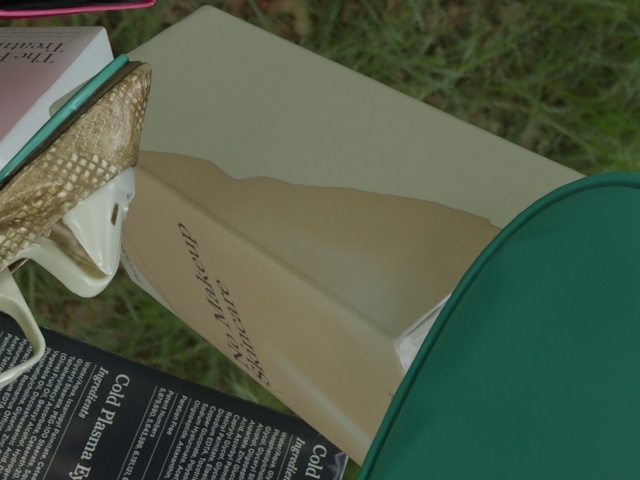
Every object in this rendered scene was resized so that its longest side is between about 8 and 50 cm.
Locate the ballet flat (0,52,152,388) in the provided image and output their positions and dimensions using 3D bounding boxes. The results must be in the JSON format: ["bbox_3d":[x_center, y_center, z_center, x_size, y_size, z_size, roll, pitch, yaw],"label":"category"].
[{"bbox_3d":[-0.121,0.011,0.488,0.206,0.067,0.073,-48,-174,-26],"label":"ballet flat"}]

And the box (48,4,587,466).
[{"bbox_3d":[0.000,0.000,0.656,0.121,0.311,0.148,-36,129,-20],"label":"box"}]

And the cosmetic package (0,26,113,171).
[{"bbox_3d":[-0.425,-0.112,1.247,0.284,0.377,0.097,-69,156,-51],"label":"cosmetic package"}]

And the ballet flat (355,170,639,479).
[{"bbox_3d":[0.058,0.212,0.359,0.182,0.164,0.483,47,50,-34],"label":"ballet flat"}]

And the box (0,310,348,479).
[{"bbox_3d":[-0.170,0.243,1.007,0.343,0.312,0.179,106,2,-57],"label":"box"}]

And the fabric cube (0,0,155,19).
[{"bbox_3d":[-0.320,-0.314,1.071,0.254,0.258,0.259,-27,116,-64],"label":"fabric cube"}]
